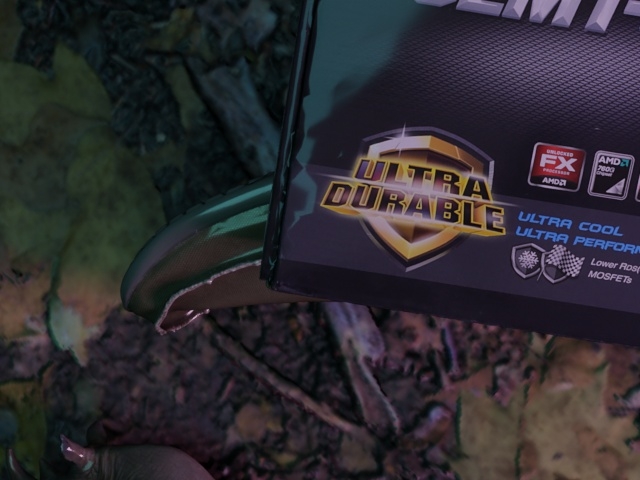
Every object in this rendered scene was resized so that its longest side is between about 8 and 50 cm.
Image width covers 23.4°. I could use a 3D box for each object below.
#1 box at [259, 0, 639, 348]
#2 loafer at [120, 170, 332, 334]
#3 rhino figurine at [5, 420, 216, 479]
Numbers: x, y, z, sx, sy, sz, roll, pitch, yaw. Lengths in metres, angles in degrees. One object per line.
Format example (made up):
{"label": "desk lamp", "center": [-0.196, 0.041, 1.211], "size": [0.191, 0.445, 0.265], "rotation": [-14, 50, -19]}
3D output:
{"label": "box", "center": [0.135, -0.099, 0.767], "size": [0.295, 0.073, 0.293], "rotation": [10, 107, -1]}
{"label": "loafer", "center": [0.000, 0.000, 0.871], "size": [0.251, 0.094, 0.087], "rotation": [-27, 83, 18]}
{"label": "rhino figurine", "center": [-0.088, 0.180, 0.928], "size": [0.243, 0.073, 0.106], "rotation": [25, 106, 17]}
